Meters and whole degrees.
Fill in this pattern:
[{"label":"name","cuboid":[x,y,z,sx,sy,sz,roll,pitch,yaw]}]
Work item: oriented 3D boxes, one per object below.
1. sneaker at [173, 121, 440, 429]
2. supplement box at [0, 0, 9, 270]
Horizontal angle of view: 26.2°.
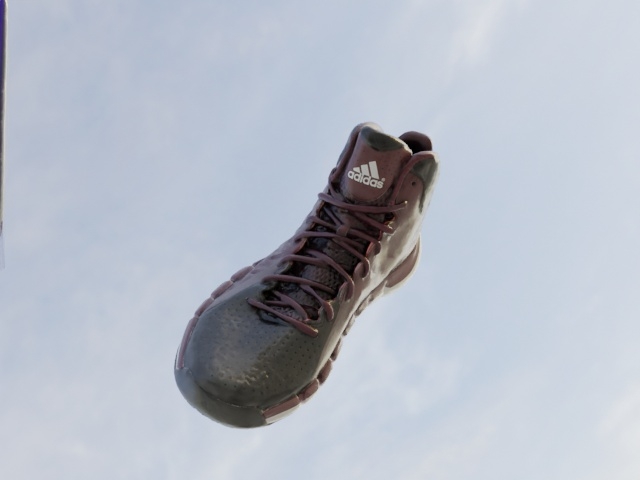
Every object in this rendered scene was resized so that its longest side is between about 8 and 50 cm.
[{"label":"sneaker","cuboid":[0.000,0.000,0.975,0.281,0.106,0.162,-46,-19,-47]},{"label":"supplement box","cuboid":[-0.253,-0.050,0.615,0.220,0.114,0.111,1,-10,-13]}]
